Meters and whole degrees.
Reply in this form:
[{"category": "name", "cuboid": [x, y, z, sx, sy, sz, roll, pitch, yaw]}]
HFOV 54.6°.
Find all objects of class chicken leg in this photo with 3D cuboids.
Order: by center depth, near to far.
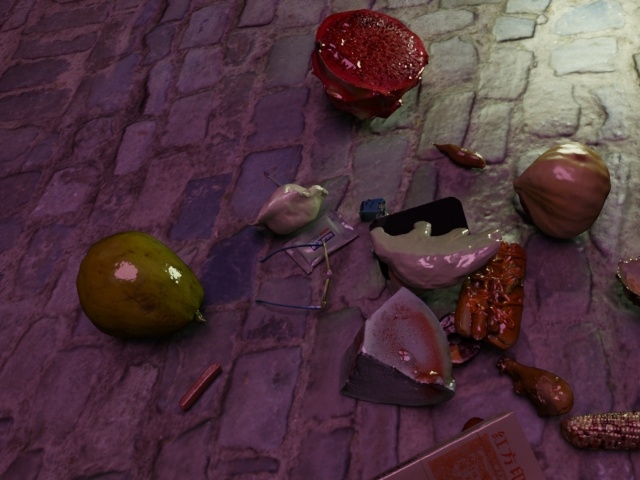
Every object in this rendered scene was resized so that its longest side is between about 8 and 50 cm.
[{"category": "chicken leg", "cuboid": [0.503, 0.342, 1.466, 0.085, 0.101, 0.207, -37, 39, -19]}]

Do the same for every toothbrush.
[{"category": "toothbrush", "cuboid": [-0.124, -0.170, 1.923, 0.011, 0.014, 0.167, -34, 59, -23]}]

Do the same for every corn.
[{"category": "corn", "cuboid": [0.668, 0.424, 1.382, 0.253, 0.086, 0.086, -4, 57, 6]}]

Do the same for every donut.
[{"category": "donut", "cuboid": [0.338, 0.250, 1.558, 0.140, 0.059, 0.140, -3, 57, 5]}]

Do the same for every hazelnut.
[{"category": "hazelnut", "cuboid": [0.640, -0.140, 1.657, 0.241, 0.261, 0.261, 18, 62, 20]}]

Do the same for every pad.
[{"category": "pad", "cuboid": [0.278, -0.006, 1.706, 0.267, 0.004, 0.181, -16, 90, -3]}]

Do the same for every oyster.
[{"category": "oyster", "cuboid": [0.903, 0.098, 1.529, 0.337, 0.133, 0.198, -11, 55, -1]}]

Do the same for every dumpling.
[{"category": "dumpling", "cuboid": [-0.090, -0.091, 1.777, 0.250, 0.162, 0.132, -23, 79, -6]}]

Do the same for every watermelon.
[{"category": "watermelon", "cuboid": [0.176, 0.246, 1.472, 0.320, 0.214, 0.289, 4, 74, 39]}]

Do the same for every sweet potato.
[{"category": "sweet potato", "cuboid": [0.416, -0.262, 1.882, 0.195, 0.056, 0.056, 33, 68, 32]}]

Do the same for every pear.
[{"category": "pear", "cuboid": [-0.464, 0.133, 1.635, 0.375, 0.287, 0.287, 27, 63, 0]}]

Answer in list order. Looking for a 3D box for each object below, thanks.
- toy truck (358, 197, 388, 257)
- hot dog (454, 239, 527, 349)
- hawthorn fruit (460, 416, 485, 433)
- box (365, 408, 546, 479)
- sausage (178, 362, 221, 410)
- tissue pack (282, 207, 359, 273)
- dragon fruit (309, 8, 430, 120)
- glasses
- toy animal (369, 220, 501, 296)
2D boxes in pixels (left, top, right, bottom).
[{"category": "toy truck", "cuboid": [0.149, -0.035, 1.770, 0.081, 0.067, 0.175, -1, 61, 14]}, {"category": "hot dog", "cuboid": [0.437, 0.116, 1.558, 0.158, 0.117, 0.349, 15, 47, 13]}, {"category": "hawthorn fruit", "cuboid": [0.355, 0.455, 1.414, 0.081, 0.081, 0.093, 34, 73, 26]}, {"category": "box", "cuboid": [0.296, 0.536, 1.337, 0.365, 0.051, 0.204, -24, 85, -7]}, {"category": "sausage", "cuboid": [-0.310, 0.375, 1.592, 0.035, 0.030, 0.147, 31, 67, 28]}, {"category": "tissue pack", "cuboid": [0.000, 0.000, 1.787, 0.193, 0.026, 0.122, -38, 61, -13]}, {"category": "dragon fruit", "cuboid": [0.144, -0.542, 1.991, 0.371, 0.249, 0.386, -1, 60, -11]}, {"category": "glasses", "cuboid": [-0.065, 0.104, 1.712, 0.220, 0.088, 0.189, -8, 70, 26]}, {"category": "toy animal", "cuboid": [0.301, 0.064, 1.576, 0.308, 0.188, 0.266, -10, 16, -1]}]
